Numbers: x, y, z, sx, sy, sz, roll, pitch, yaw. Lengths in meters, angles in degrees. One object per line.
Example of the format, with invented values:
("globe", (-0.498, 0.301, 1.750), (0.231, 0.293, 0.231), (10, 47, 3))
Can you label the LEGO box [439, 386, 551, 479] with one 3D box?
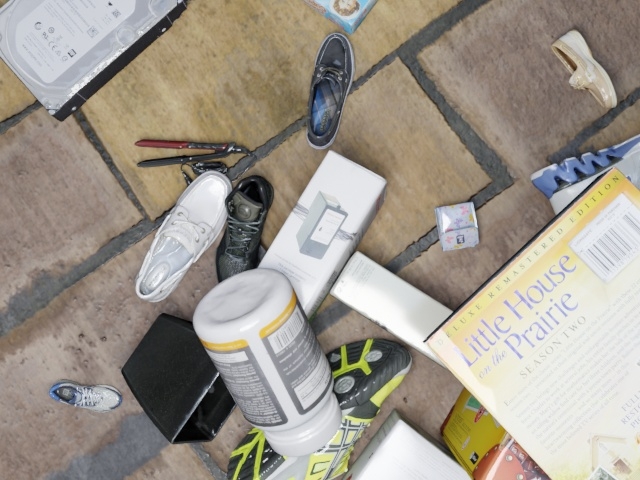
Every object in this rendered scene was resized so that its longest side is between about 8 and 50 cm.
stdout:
("LEGO box", (0.376, 0.218, 1.147), (0.193, 0.500, 0.372), (32, 87, 6))

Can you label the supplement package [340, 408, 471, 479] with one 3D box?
("supplement package", (0.111, 0.463, 1.294), (0.175, 0.177, 0.293), (37, 86, 5))

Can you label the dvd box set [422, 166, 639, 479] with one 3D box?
("dvd box set", (0.370, 0.169, 0.871), (0.307, 0.062, 0.420), (-43, 83, -2))

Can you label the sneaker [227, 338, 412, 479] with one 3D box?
("sneaker", (0.014, 0.327, 1.353), (0.384, 0.145, 0.147), (-39, 120, -9))

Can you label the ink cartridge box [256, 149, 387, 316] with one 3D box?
("ink cartridge box", (0.000, 0.000, 1.338), (0.114, 0.198, 0.273), (31, 86, 7))

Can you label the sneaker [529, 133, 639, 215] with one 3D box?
("sneaker", (0.558, -0.088, 1.370), (0.315, 0.127, 0.182), (-19, 87, 7))

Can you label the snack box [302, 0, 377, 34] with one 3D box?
("snack box", (-0.014, -0.566, 1.469), (0.322, 0.060, 0.187), (36, 87, 6))

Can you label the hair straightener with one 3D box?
("hair straightener", (-0.237, -0.147, 1.451), (0.230, 0.047, 0.089), (0, 105, -3))

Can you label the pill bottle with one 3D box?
("pill bottle", (-0.073, 0.195, 1.189), (0.162, 0.162, 0.278), (-23, 118, 0))

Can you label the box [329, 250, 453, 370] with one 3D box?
("box", (0.155, 0.131, 1.362), (0.275, 0.113, 0.094), (33, 87, 7))

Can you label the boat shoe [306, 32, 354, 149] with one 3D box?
("boat shoe", (0.014, -0.288, 1.430), (0.080, 0.076, 0.228), (14, 85, 4))

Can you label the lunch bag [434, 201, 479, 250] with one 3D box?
("lunch bag", (0.253, -0.026, 1.403), (0.071, 0.053, 0.083), (-9, 93, 3))

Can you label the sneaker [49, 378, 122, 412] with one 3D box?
("sneaker", (-0.436, 0.290, 1.398), (0.135, 0.058, 0.052), (7, 84, 3))

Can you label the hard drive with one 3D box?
("hard drive", (-0.460, -0.429, 1.475), (0.339, 0.064, 0.237), (-41, 84, -3))

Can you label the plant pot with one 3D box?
("plant pot", (-0.234, 0.231, 1.340), (0.167, 0.188, 0.187), (33, 86, 17))

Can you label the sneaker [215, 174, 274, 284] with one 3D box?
("sneaker", (-0.146, -0.013, 1.383), (0.087, 0.130, 0.228), (17, 87, 6))

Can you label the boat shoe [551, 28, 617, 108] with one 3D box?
("boat shoe", (0.491, -0.311, 1.421), (0.059, 0.063, 0.170), (-27, 74, 2))

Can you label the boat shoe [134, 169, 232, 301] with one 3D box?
("boat shoe", (-0.249, -0.005, 1.396), (0.098, 0.096, 0.277), (30, 88, -4))
